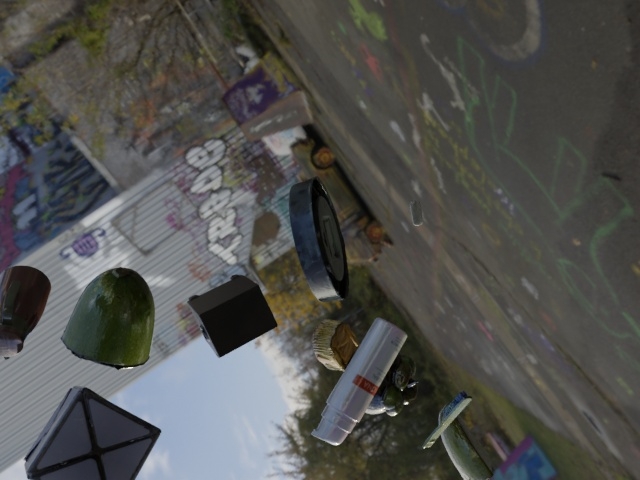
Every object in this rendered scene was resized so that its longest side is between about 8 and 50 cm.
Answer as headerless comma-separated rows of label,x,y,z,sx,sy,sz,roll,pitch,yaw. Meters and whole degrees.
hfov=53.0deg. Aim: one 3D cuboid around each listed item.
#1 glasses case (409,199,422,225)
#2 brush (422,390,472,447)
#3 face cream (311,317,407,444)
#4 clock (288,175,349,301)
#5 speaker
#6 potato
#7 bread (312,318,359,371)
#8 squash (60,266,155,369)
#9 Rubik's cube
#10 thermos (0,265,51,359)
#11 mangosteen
glasses case,0.305,-0.088,2.040,0.021,0.032,0.083,-140,40,-80
brush,0.297,0.429,1.537,0.033,0.178,0.030,7,-146,-47
face cream,0.101,0.370,1.666,0.102,0.345,0.102,30,170,5
clock,0.000,0.000,1.936,0.386,0.077,0.385,-14,-90,-78
speaker,-0.313,0.257,2.223,0.254,0.232,0.184,16,130,67
potato,0.485,0.704,2.258,0.255,0.112,0.269,57,-174,9
bread,0.047,0.341,2.087,0.114,0.132,0.190,2,138,38
squash,-0.686,0.229,2.191,0.311,0.308,0.310,21,-169,-4
Rubik's cube,-0.620,0.559,1.742,0.260,0.254,0.259,35,156,-19
thermos,-0.832,0.189,1.748,0.265,0.146,0.176,-109,28,-57
mangosteen,0.188,0.432,1.992,0.242,0.243,0.243,55,179,2
